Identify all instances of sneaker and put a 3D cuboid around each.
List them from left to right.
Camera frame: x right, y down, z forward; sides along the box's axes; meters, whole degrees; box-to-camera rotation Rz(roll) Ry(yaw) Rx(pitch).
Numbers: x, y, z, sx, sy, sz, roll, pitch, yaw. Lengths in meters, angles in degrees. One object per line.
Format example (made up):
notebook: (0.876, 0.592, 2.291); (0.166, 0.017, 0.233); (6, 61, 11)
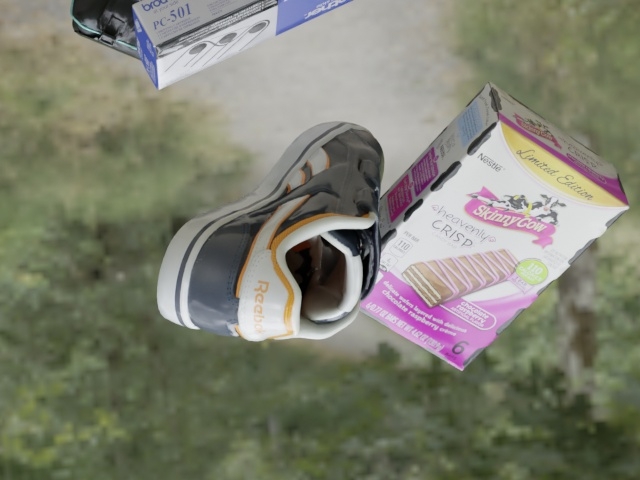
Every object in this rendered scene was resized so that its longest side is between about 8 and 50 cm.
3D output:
sneaker: (0.000, 0.000, 1.548); (0.127, 0.126, 0.321); (15, -149, 23)

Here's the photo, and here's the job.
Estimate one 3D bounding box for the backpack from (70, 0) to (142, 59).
backpack: (-0.180, -0.295, 2.107); (0.166, 0.188, 0.144); (22, -179, -3)

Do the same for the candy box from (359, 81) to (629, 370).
candy box: (0.140, -0.008, 1.684); (0.159, 0.071, 0.233); (31, 117, -23)

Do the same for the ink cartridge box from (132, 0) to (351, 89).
ink cartridge box: (-0.056, -0.204, 1.578); (0.207, 0.046, 0.097); (-26, 166, -11)
